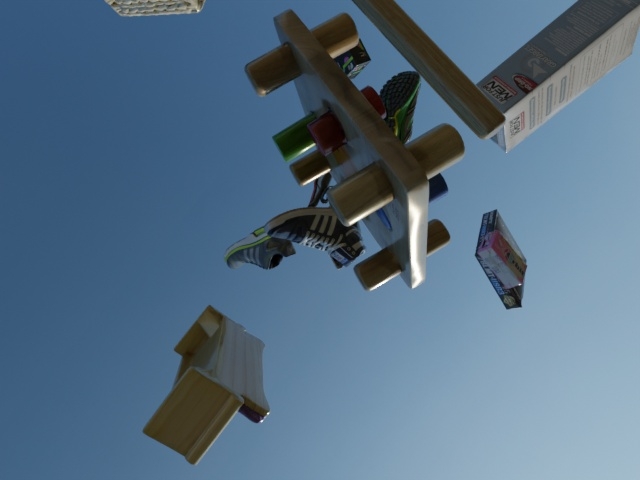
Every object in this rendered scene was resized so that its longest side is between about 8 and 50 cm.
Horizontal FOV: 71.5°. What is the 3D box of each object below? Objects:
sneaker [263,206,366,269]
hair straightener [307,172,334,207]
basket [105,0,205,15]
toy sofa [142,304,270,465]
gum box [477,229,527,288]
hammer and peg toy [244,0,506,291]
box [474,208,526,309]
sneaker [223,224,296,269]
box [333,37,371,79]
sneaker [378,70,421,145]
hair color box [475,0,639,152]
[{"bbox_3d":[0.000,0.000,1.141,0.282,0.099,0.153,-7,-109,-34],"label":"sneaker"},{"bbox_3d":[0.013,-0.166,1.414,0.047,0.088,0.231,63,-148,-36],"label":"hair straightener"},{"bbox_3d":[-0.245,-0.399,0.632,0.167,0.103,0.114,9,-105,19],"label":"basket"},{"bbox_3d":[-0.227,0.294,0.948,0.177,0.362,0.150,38,-87,-14],"label":"toy sofa"},{"bbox_3d":[0.645,0.063,1.580,0.188,0.062,0.107,48,-132,-8],"label":"gum box"},{"bbox_3d":[0.031,-0.103,0.452,0.127,0.361,0.266,-30,-116,-3],"label":"hammer and peg toy"},{"bbox_3d":[0.731,0.072,1.789,0.296,0.073,0.293,54,-140,-18],"label":"box"},{"bbox_3d":[-0.186,0.040,1.331,0.111,0.299,0.121,-26,-92,-44],"label":"sneaker"},{"bbox_3d":[0.070,-0.432,1.071,0.052,0.083,0.062,-29,-89,-29],"label":"box"},{"bbox_3d":[0.273,-0.441,1.587,0.146,0.134,0.344,22,-90,-50],"label":"sneaker"},{"bbox_3d":[0.553,-0.403,1.055,0.374,0.185,0.114,-39,-120,7],"label":"hair color box"}]
